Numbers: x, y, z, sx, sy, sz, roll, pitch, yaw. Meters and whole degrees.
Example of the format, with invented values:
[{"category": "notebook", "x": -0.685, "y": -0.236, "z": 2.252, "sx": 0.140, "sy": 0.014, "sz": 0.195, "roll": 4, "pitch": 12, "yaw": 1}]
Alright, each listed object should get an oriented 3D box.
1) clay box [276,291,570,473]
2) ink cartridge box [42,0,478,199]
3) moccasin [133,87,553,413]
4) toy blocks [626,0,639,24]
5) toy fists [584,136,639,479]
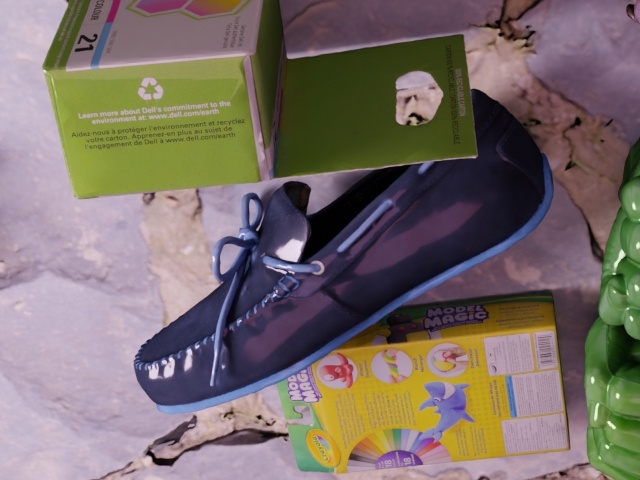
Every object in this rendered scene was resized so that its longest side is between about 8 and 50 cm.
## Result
[{"category": "clay box", "x": 0.081, "y": 0.116, "z": 1.292, "sx": 0.222, "sy": 0.053, "sz": 0.127, "roll": -6, "pitch": 123, "yaw": 8}, {"category": "ink cartridge box", "x": -0.033, "y": -0.122, "z": 1.064, "sx": 0.255, "sy": 0.189, "sz": 0.097, "roll": -6, "pitch": 121, "yaw": 5}, {"category": "moccasin", "x": 0.000, "y": 0.000, "z": 1.193, "sx": 0.342, "sy": 0.137, "sz": 0.117, "roll": -32, "pitch": 112, "yaw": 6}, {"category": "toy blocks", "x": 0.211, "y": -0.237, "z": 0.932, "sx": 0.289, "sy": 0.260, "sz": 0.309, "roll": 26, "pitch": 121, "yaw": -13}, {"category": "toy fists", "x": 0.244, "y": 0.057, "z": 1.191, "sx": 0.096, "sy": 0.142, "sz": 0.279, "roll": 4, "pitch": 123, "yaw": 0}]
